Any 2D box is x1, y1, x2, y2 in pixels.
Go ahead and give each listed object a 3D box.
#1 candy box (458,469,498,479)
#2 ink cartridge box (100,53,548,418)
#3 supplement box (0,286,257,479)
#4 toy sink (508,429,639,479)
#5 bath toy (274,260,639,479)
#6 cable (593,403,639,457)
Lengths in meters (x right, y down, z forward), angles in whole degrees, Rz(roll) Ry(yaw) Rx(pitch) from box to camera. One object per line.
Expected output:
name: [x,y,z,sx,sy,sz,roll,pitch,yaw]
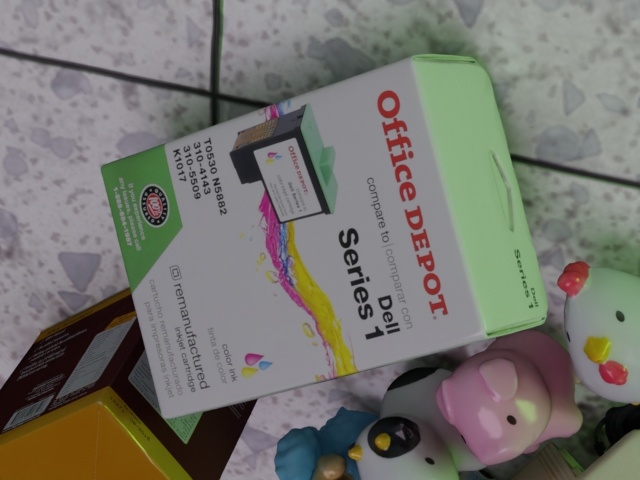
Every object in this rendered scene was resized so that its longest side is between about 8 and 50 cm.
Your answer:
candy box: [0.160,0.310,1.364,0.233,0.071,0.159,36,128,-8]
ink cartridge box: [0.000,0.000,1.125,0.278,0.117,0.201,-17,85,29]
supplement box: [-0.173,0.148,1.292,0.191,0.194,0.129,-26,112,32]
toy sink: [0.204,0.261,1.224,0.234,0.131,0.153,-43,97,4]
bath toy: [0.127,0.123,1.192,0.348,0.151,0.129,-32,124,32]
cable: [0.306,0.191,1.214,0.184,0.047,0.150,45,150,3]
